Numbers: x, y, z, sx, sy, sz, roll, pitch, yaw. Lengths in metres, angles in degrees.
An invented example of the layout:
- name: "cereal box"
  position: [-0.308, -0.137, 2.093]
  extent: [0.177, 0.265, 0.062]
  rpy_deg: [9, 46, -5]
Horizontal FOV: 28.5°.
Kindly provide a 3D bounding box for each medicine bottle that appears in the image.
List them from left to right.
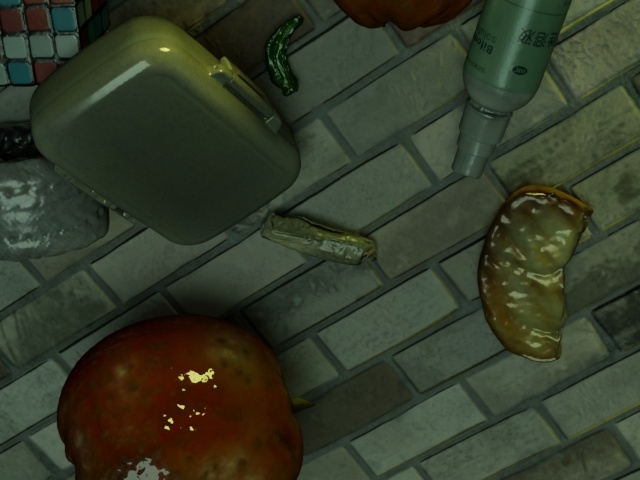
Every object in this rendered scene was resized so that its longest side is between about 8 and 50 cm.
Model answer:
- name: "medicine bottle"
  position: [-0.209, -0.144, 1.758]
  extent: [0.282, 0.123, 0.375]
  rpy_deg: [-31, 141, 17]
- name: "medicine bottle"
  position: [0.257, -0.247, 1.740]
  extent: [0.110, 0.110, 0.352]
  rpy_deg: [16, 117, -2]

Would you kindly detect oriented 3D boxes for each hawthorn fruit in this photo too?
- name: "hawthorn fruit"
  position: [-0.195, 0.309, 1.946]
  extent: [0.402, 0.403, 0.403]
  rpy_deg: [3, 117, 5]
- name: "hawthorn fruit"
  position: [0.104, -0.405, 1.631]
  extent: [0.224, 0.224, 0.261]
  rpy_deg: [4, 101, 5]

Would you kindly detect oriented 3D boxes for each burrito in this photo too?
- name: "burrito"
  position: [0.000, -0.001, 1.933]
  extent: [0.188, 0.045, 0.058]
  rpy_deg: [18, 143, -5]

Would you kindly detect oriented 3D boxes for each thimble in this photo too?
- name: "thimble"
  position: [-0.437, -0.078, 1.857]
  extent: [0.245, 0.217, 0.157]
  rpy_deg: [4, 114, 23]

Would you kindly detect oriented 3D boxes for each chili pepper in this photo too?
- name: "chili pepper"
  position: [-0.055, -0.267, 1.814]
  extent: [0.055, 0.035, 0.118]
  rpy_deg: [2, 108, -8]

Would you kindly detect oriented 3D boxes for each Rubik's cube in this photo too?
- name: "Rubik's cube"
  position: [-0.386, -0.311, 1.761]
  extent: [0.151, 0.154, 0.155]
  rpy_deg: [-1, 116, 8]

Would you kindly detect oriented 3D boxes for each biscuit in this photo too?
- name: "biscuit"
  position: [0.316, 0.052, 1.921]
  extent: [0.154, 0.045, 0.299]
  rpy_deg: [7, 118, 2]
